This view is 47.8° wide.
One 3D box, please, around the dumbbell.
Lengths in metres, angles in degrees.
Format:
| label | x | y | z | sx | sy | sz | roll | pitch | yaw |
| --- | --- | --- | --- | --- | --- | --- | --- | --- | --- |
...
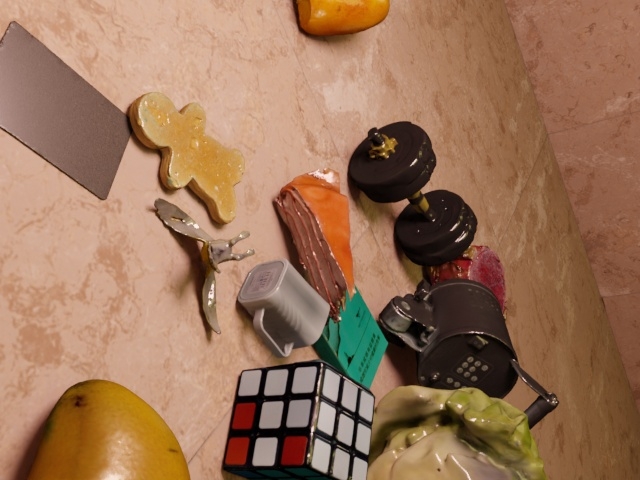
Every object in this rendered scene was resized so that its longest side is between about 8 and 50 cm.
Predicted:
| label | x | y | z | sx | sy | sz | roll | pitch | yaw |
| --- | --- | --- | --- | --- | --- | --- | --- | --- | --- |
| dumbbell | 0.204 | -0.096 | 1.559 | 0.388 | 0.185 | 0.185 | 50 | 42 | -36 |

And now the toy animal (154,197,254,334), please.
| label | x | y | z | sx | sy | sz | roll | pitch | yaw |
| --- | --- | --- | --- | --- | --- | --- | --- | --- | --- |
| toy animal | -0.142 | 0.020 | 1.075 | 0.155 | 0.095 | 0.219 | -28 | 105 | -52 |

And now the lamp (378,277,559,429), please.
| label | x | y | z | sx | sy | sz | roll | pitch | yaw |
| --- | --- | --- | --- | --- | --- | --- | --- | --- | --- |
| lamp | 0.309 | 0.219 | 1.538 | 0.374 | 0.205 | 0.272 | 39 | 26 | 4 |

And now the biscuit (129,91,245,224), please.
| label | x | y | z | sx | sy | sz | roll | pitch | yaw |
| --- | --- | --- | --- | --- | --- | --- | --- | --- | --- |
| biscuit | -0.199 | -0.136 | 1.096 | 0.234 | 0.030 | 0.153 | 40 | 48 | -44 |

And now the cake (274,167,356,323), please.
| label | x | y | z | sx | sy | sz | roll | pitch | yaw |
| --- | --- | --- | --- | --- | --- | --- | --- | --- | --- |
| cake | -0.004 | 0.003 | 1.259 | 0.135 | 0.098 | 0.287 | 13 | 56 | -41 |

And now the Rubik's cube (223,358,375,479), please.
| label | x | y | z | sx | sy | sz | roll | pitch | yaw |
| --- | --- | --- | --- | --- | --- | --- | --- | --- | --- |
| Rubik's cube | -0.028 | 0.286 | 1.097 | 0.160 | 0.162 | 0.163 | 39 | 50 | -43 |

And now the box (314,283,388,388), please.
| label | x | y | z | sx | sy | sz | roll | pitch | yaw |
| --- | --- | --- | --- | --- | --- | --- | --- | --- | --- |
| box | 0.046 | 0.169 | 1.358 | 0.226 | 0.042 | 0.161 | 60 | 36 | -26 |

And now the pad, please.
| label | x | y | z | sx | sy | sz | roll | pitch | yaw |
| --- | --- | --- | --- | --- | --- | --- | --- | --- | --- |
| pad | -0.333 | -0.162 | 0.925 | 0.211 | 0.003 | 0.143 | 43 | 46 | -41 |

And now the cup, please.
| label | x | y | z | sx | sy | sz | roll | pitch | yaw |
| --- | --- | --- | --- | --- | --- | --- | --- | --- | --- |
| cup | -0.064 | 0.117 | 1.164 | 0.129 | 0.095 | 0.128 | 51 | 43 | -31 |

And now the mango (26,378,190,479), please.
| label | x | y | z | sx | sy | sz | roll | pitch | yaw |
| --- | --- | --- | --- | --- | --- | --- | --- | --- | --- |
| mango | -0.234 | 0.305 | 0.778 | 0.211 | 0.173 | 0.317 | 32 | 42 | -41 |

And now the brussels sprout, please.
| label | x | y | z | sx | sy | sz | roll | pitch | yaw |
| --- | --- | --- | --- | --- | --- | --- | --- | --- | --- |
| brussels sprout | 0.249 | 0.487 | 1.294 | 0.361 | 0.343 | 0.425 | 36 | 54 | -55 |

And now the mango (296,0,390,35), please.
| label | x | y | z | sx | sy | sz | roll | pitch | yaw |
| --- | --- | --- | --- | --- | --- | --- | --- | --- | --- |
| mango | 0.049 | -0.488 | 1.495 | 0.252 | 0.154 | 0.126 | -12 | 97 | -44 |

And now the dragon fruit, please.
| label | x | y | z | sx | sy | sz | roll | pitch | yaw |
| --- | --- | --- | --- | --- | --- | --- | --- | --- | --- |
| dragon fruit | 0.352 | 0.101 | 1.777 | 0.282 | 0.147 | 0.211 | 57 | 47 | -26 |
